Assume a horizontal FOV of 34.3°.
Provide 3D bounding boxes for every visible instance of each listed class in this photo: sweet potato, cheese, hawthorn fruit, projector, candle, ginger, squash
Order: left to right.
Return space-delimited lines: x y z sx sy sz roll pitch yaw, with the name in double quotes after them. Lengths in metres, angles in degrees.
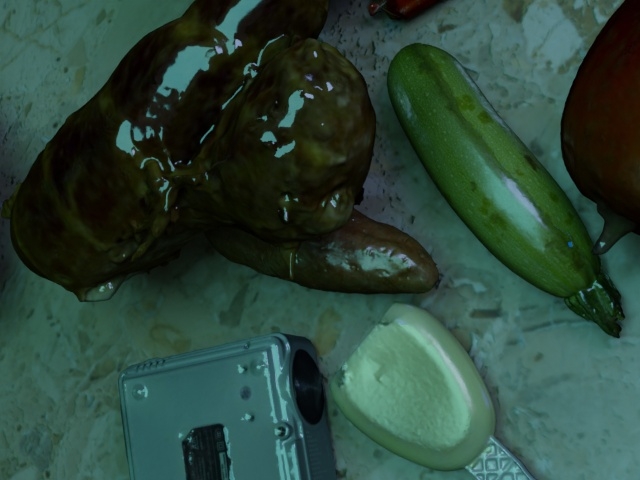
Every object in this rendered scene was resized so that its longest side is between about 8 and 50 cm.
-0.115 -0.053 0.908 0.418 0.176 0.254 -35 73 27 "ginger"
-0.083 0.229 0.982 0.192 0.099 0.257 -14 76 19 "projector"
0.000 0.000 0.990 0.251 0.097 0.097 14 87 27 "sweet potato"
0.104 -0.255 1.013 0.130 0.052 0.052 -28 71 17 "candle"
0.126 0.173 0.930 0.251 0.054 0.127 42 101 23 "cheese"
0.159 -0.050 0.934 0.094 0.094 0.341 -38 70 13 "squash"
0.294 -0.089 0.825 0.215 0.215 0.250 41 96 23 "hawthorn fruit"
